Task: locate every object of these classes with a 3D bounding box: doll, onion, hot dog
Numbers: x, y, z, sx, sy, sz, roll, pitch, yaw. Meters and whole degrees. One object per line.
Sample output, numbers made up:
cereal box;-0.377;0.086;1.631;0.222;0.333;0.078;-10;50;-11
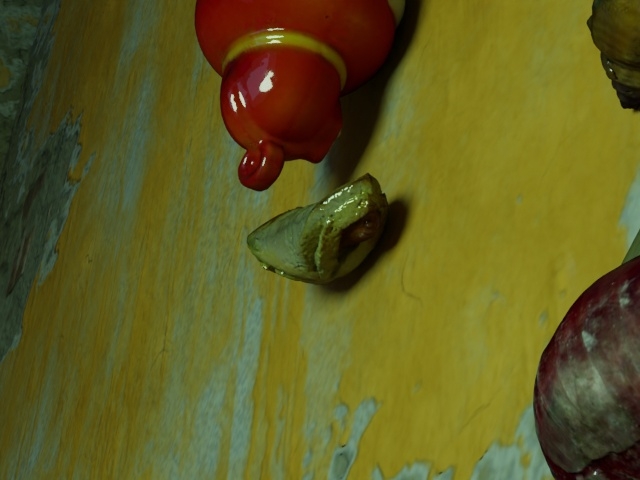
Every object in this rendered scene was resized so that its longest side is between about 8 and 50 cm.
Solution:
doll;-0.016;-0.200;1.159;0.182;0.160;0.363;-27;47;51
onion;0.155;0.045;0.598;0.206;0.098;0.151;-48;31;45
hot dog;0.001;0.000;1.064;0.078;0.061;0.169;-32;5;-29

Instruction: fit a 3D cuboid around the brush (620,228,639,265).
brush;0.204;-0.091;0.682;0.282;0.048;0.054;-65;18;14

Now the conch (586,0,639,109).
conch;0.176;-0.164;0.719;0.086;0.080;0.233;17;123;33
